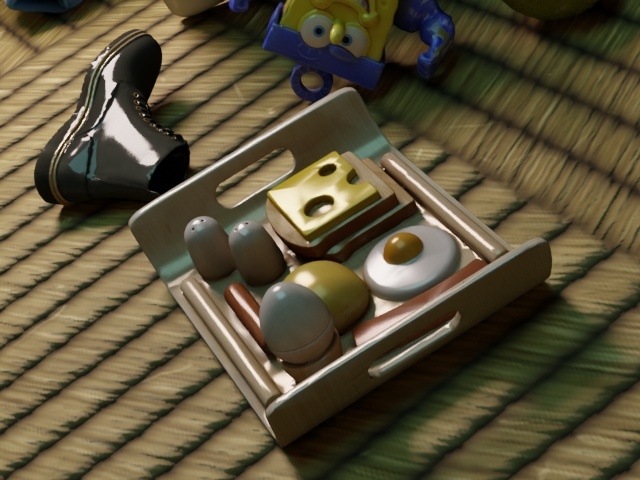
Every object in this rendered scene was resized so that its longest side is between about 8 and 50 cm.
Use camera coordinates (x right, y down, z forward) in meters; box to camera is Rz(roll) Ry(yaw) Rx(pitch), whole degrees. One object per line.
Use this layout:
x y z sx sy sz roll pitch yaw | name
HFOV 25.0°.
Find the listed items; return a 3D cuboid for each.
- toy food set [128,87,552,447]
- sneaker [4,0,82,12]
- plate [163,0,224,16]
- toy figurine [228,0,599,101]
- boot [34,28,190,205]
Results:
0.000 0.000 1.055 0.220 0.092 0.306 -32 36 -8 | toy food set
-0.271 -0.325 1.666 0.240 0.091 0.126 -22 63 -8 | sneaker
-0.074 -0.348 1.388 0.277 0.278 0.045 -21 49 11 | plate
0.051 -0.218 1.278 0.363 0.217 0.191 20 21 -9 | toy figurine
-0.157 -0.107 1.320 0.137 0.077 0.198 6 59 31 | boot
